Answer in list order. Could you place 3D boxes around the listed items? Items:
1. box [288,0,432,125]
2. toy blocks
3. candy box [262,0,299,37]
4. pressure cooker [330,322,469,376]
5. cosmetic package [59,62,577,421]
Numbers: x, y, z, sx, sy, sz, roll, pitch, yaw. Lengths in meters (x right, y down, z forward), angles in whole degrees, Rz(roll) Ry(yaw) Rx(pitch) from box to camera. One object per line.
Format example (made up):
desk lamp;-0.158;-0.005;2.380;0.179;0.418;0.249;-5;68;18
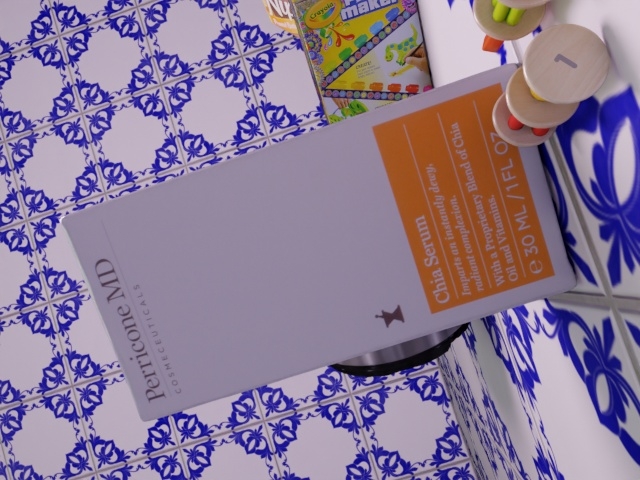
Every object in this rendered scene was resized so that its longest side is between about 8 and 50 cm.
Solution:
box;0.065;-0.331;0.952;0.289;0.177;0.279;-102;-6;-57
toy blocks;0.153;-0.138;0.418;0.148;0.054;0.123;41;-150;-81
candy box;-0.011;-0.522;1.204;0.316;0.087;0.183;40;169;29
pressure cooker;0.102;0.021;1.153;0.370;0.376;0.420;9;123;55
cosmetic package;0.000;0.000;0.589;0.161;0.454;0.229;-81;-29;-81
